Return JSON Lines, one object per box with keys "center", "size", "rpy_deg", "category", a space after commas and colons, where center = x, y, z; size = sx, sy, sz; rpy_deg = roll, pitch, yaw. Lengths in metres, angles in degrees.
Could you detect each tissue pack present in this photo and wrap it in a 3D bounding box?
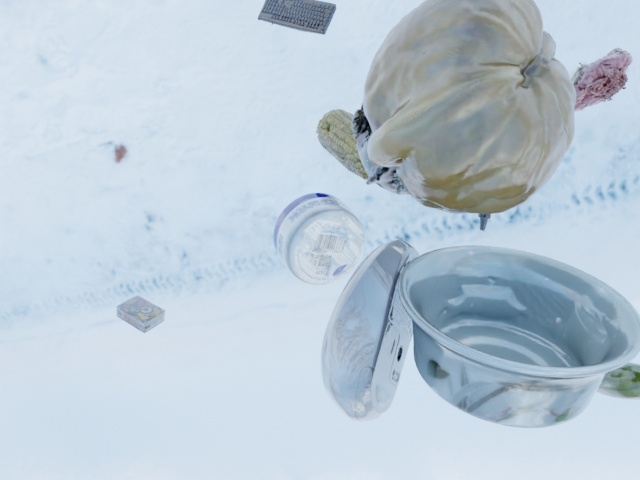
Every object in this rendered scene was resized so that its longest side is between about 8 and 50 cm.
{"center": [-0.375, 0.152, 1.368], "size": [0.083, 0.063, 0.035], "rpy_deg": [25, 123, 22], "category": "tissue pack"}

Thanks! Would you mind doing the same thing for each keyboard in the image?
{"center": [-0.064, -0.571, 1.651], "size": [0.250, 0.017, 0.087], "rpy_deg": [28, 94, 38], "category": "keyboard"}

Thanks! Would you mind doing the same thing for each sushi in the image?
{"center": [0.149, -0.212, 1.151], "size": [0.238, 0.224, 0.219], "rpy_deg": [-50, 57, 42], "category": "sushi"}

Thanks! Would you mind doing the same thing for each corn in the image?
{"center": [0.079, -0.239, 1.642], "size": [0.119, 0.322, 0.119], "rpy_deg": [-13, 127, -18], "category": "corn"}

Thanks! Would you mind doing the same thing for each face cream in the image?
{"center": [0.000, 0.000, 1.541], "size": [0.205, 0.111, 0.206], "rpy_deg": [-11, 119, -19], "category": "face cream"}

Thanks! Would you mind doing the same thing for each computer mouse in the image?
{"center": [0.078, 0.142, 1.068], "size": [0.121, 0.297, 0.184], "rpy_deg": [6, 163, 29], "category": "computer mouse"}

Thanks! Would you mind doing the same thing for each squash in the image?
{"center": [0.516, 0.241, 1.144], "size": [0.066, 0.066, 0.252], "rpy_deg": [31, 171, -2], "category": "squash"}

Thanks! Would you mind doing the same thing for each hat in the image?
{"center": [0.663, -0.390, 1.599], "size": [0.107, 0.286, 0.236], "rpy_deg": [44, 107, -5], "category": "hat"}

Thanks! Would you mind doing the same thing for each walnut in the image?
{"center": [0.192, -0.177, 0.889], "size": [0.285, 0.285, 0.297], "rpy_deg": [-29, 94, 32], "category": "walnut"}

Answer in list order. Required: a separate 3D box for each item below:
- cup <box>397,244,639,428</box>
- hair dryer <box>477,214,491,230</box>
{"center": [0.278, 0.154, 0.978], "size": [0.346, 0.347, 0.163], "rpy_deg": [11, 115, 13], "category": "cup"}
{"center": [0.416, -0.151, 1.679], "size": [0.128, 0.070, 0.256], "rpy_deg": [8, 100, 4], "category": "hair dryer"}
